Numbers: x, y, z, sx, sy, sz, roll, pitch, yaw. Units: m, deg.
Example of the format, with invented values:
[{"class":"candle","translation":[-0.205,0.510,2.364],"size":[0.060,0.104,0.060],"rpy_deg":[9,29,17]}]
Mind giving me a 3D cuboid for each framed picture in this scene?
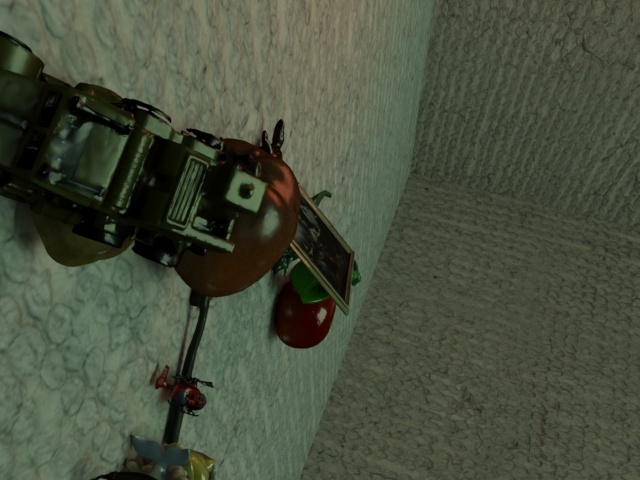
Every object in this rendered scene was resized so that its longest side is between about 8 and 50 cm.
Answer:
[{"class":"framed picture","translation":[0.000,0.000,1.298],"size":[0.019,0.232,0.296],"rpy_deg":[-35,-165,16]}]

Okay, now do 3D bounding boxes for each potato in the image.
[{"class":"potato","translation":[-0.217,-0.060,0.601],"size":[0.107,0.080,0.170],"rpy_deg":[-4,100,-33]}]

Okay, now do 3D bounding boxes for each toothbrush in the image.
[{"class":"toothbrush","translation":[-0.222,0.211,1.062],"size":[0.030,0.030,0.297],"rpy_deg":[-42,146,-75]}]

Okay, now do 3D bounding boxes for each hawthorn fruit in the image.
[{"class":"hawthorn fruit","translation":[-0.133,-0.010,0.864],"size":[0.199,0.199,0.251],"rpy_deg":[-60,173,-51]}]

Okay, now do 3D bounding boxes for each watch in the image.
[{"class":"watch","translation":[-0.004,0.068,1.469],"size":[0.152,0.131,0.165],"rpy_deg":[-36,156,16]}]

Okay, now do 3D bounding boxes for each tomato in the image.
[{"class":"tomato","translation":[-0.035,0.181,1.609],"size":[0.195,0.136,0.195],"rpy_deg":[15,90,-79]}]

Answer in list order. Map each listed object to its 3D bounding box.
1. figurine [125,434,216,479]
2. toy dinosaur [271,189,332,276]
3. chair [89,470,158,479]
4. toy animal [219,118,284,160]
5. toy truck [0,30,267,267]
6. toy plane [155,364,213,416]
[{"class":"figurine","translation":[-0.235,0.383,0.997],"size":[0.184,0.128,0.208],"rpy_deg":[-59,156,-58]},{"class":"toy dinosaur","translation":[-0.048,-0.038,1.429],"size":[0.120,0.079,0.292],"rpy_deg":[97,16,-57]},{"class":"chair","translation":[-0.262,0.413,0.817],"size":[0.149,0.174,0.213],"rpy_deg":[-61,173,-61]},{"class":"toy animal","translation":[-0.116,-0.106,1.070],"size":[0.243,0.087,0.260],"rpy_deg":[-81,180,-49]},{"class":"toy truck","translation":[-0.174,-0.064,0.505],"size":[0.257,0.127,0.127],"rpy_deg":[24,84,-37]},{"class":"toy plane","translation":[-0.219,0.241,1.020],"size":[0.060,0.037,0.145],"rpy_deg":[-63,147,-13]}]
